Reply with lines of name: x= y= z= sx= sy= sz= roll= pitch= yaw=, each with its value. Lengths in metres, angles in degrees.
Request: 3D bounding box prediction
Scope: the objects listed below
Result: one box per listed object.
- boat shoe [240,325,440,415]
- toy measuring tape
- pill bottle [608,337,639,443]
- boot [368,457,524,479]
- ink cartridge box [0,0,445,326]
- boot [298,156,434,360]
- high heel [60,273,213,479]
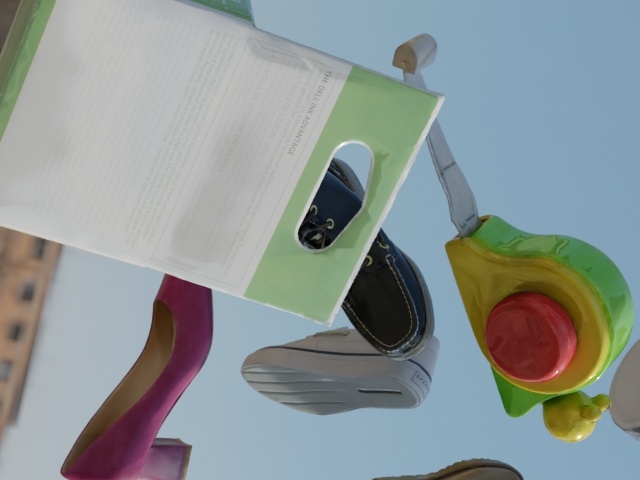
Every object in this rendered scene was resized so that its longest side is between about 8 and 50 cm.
boat shoe: x=0.025 y=0.126 z=1.940 sx=0.076 sy=0.226 sz=0.083 roll=-59 pitch=136 yaw=-33
toy measuring tape: x=0.154 y=-0.003 z=1.423 sx=0.121 sy=0.121 sz=0.330 roll=-133 pitch=-157 yaw=-76
pill bottle: x=0.404 y=0.188 z=1.856 sx=0.130 sy=0.245 sz=0.130 roll=-43 pitch=-156 yaw=25
boot: x=0.187 y=0.357 z=2.311 sx=0.269 sy=0.236 sz=0.089 roll=-145 pitch=-131 yaw=-66
ink cartridge box: x=-0.071 y=-0.061 z=1.103 sx=0.056 sy=0.235 sz=0.171 roll=-105 pitch=-144 yaw=-58
boot: x=-0.002 y=0.000 z=1.770 sx=0.085 sy=0.178 sz=0.236 roll=-40 pitch=-122 yaw=19
high heel: x=-0.172 y=0.115 z=1.806 sx=0.082 sy=0.117 sz=0.244 roll=16 pitch=-84 yaw=65
